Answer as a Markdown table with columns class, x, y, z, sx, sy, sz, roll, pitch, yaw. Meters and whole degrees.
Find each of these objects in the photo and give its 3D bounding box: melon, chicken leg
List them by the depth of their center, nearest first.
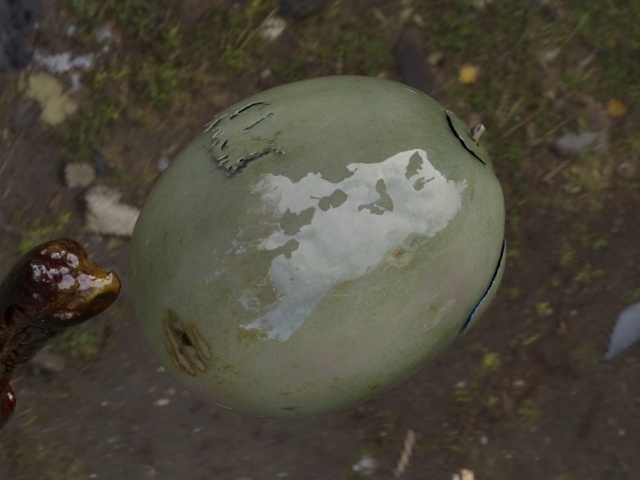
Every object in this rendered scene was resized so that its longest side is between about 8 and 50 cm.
| class | x | y | z | sx | sy | sz | roll | pitch | yaw |
| --- | --- | --- | --- | --- | --- | --- | --- | --- | --- |
| chicken leg | -0.254 | 0.114 | 0.853 | 0.407 | 0.158 | 0.096 | -41 | 97 | 24 |
| melon | 0.000 | 0.000 | 1.196 | 0.330 | 0.268 | 0.268 | -29 | 90 | 17 |
